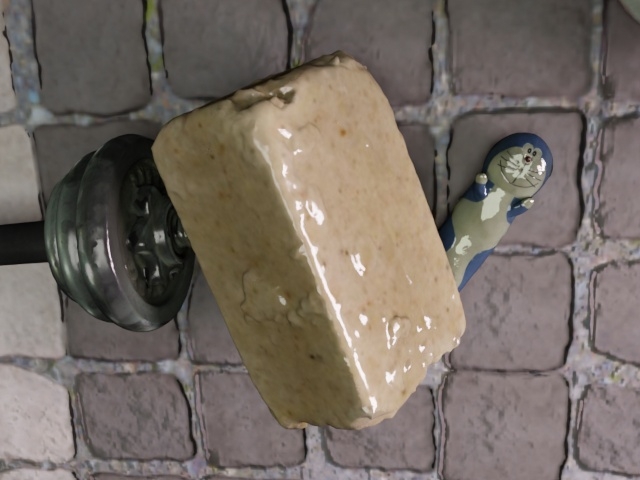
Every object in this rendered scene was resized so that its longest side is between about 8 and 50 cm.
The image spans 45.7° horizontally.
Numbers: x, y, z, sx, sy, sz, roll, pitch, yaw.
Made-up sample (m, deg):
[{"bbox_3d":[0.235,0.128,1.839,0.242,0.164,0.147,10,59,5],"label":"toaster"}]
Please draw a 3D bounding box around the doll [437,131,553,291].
[{"bbox_3d":[0.089,-0.008,0.443,0.037,0.027,0.125,31,109,-4],"label":"doll"}]

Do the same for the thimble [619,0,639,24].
[{"bbox_3d":[0.196,-0.147,0.311,0.149,0.185,0.211,-37,135,18],"label":"thimble"}]

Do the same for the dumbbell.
[{"bbox_3d":[-0.183,0.003,0.446,0.254,0.110,0.110,-5,108,15],"label":"dumbbell"}]

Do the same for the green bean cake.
[{"bbox_3d":[0.000,0.000,0.403,0.085,0.109,0.179,-8,109,42],"label":"green bean cake"}]
